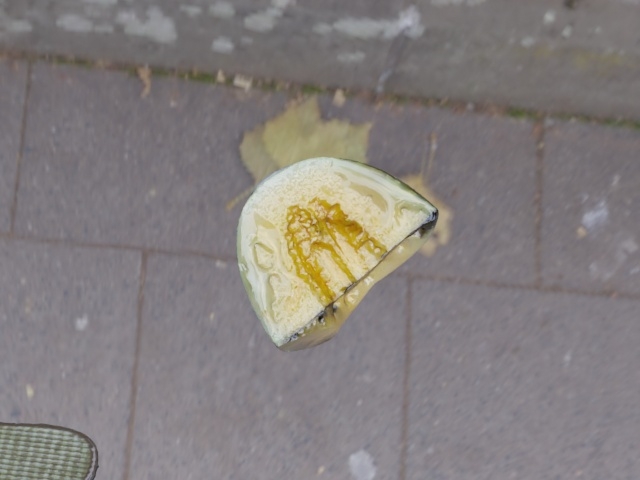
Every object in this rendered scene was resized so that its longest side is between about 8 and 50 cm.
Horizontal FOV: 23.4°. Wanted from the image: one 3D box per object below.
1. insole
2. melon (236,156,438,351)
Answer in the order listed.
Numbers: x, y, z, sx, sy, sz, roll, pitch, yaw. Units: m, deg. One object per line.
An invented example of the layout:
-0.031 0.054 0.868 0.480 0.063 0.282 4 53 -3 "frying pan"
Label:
-0.270 0.137 1.027 0.253 0.005 0.086 5 47 7 "insole"
0.000 0.000 1.182 0.160 0.079 0.128 -39 93 -7 "melon"
